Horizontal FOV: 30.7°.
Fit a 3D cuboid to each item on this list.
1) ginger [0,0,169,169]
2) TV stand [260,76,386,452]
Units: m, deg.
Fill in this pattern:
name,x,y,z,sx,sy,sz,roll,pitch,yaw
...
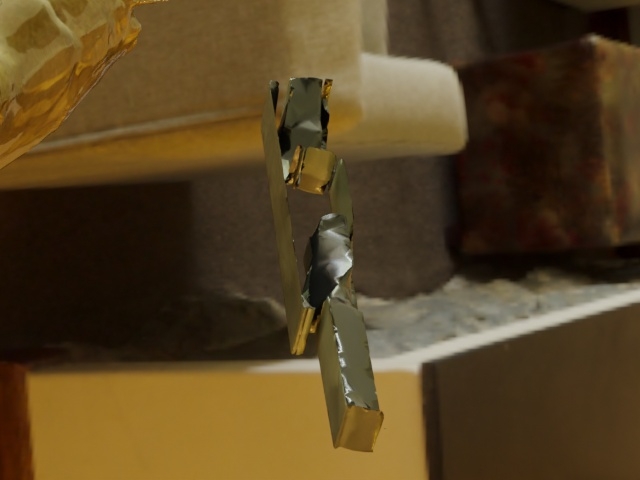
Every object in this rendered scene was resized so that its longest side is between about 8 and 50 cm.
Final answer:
name,x,y,z,sx,sy,sz,roll,pitch,yaw
ginger,-0.248,-0.037,0.467,0.166,0.375,0.236,50,2,2
TV stand,0.000,0.000,0.602,0.249,0.042,0.036,-100,-160,-46
